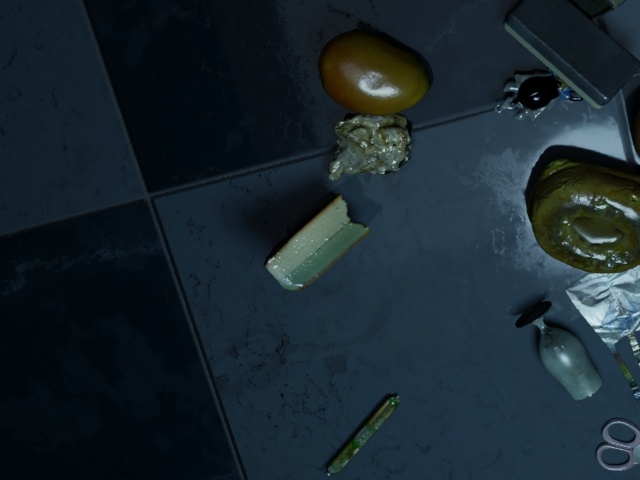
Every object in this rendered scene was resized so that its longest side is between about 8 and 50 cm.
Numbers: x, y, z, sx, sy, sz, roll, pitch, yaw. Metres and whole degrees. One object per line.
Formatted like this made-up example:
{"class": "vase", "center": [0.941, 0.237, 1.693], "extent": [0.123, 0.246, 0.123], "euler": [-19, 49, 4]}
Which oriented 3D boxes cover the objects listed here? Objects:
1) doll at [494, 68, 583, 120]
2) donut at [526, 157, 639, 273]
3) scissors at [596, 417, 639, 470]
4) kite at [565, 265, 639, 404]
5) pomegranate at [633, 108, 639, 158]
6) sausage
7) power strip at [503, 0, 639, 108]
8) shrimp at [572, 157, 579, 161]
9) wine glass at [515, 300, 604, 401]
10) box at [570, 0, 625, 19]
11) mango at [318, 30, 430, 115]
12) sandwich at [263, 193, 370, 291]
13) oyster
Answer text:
{"class": "doll", "center": [0.426, -0.288, 1.696], "extent": [0.195, 0.070, 0.096], "euler": [-21, 94, 8]}
{"class": "donut", "center": [0.528, -0.039, 1.700], "extent": [0.261, 0.128, 0.208], "euler": [13, 126, 6]}
{"class": "scissors", "center": [0.715, 0.452, 1.874], "extent": [0.242, 0.030, 0.118], "euler": [11, 108, 12]}
{"class": "kite", "center": [0.648, 0.183, 1.817], "extent": [0.169, 0.015, 0.310], "euler": [-30, 98, 17]}
{"class": "pomegranate", "center": [0.668, -0.192, 1.616], "extent": [0.191, 0.191, 0.191], "euler": [3, 107, 11]}
{"class": "sausage", "center": [0.096, 0.442, 1.997], "extent": [0.033, 0.033, 0.269], "euler": [37, 110, -1]}
{"class": "power strip", "center": [0.459, -0.366, 1.638], "extent": [0.257, 0.070, 0.105], "euler": [43, 84, 4]}
{"class": "shrimp", "center": [0.519, -0.123, 1.749], "extent": [0.038, 0.029, 0.092], "euler": [-41, 90, 29]}
{"class": "wine glass", "center": [0.495, 0.230, 1.822], "extent": [0.093, 0.093, 0.202], "euler": [-37, 95, 19]}
{"class": "box", "center": [0.492, -0.493, 1.527], "extent": [0.149, 0.231, 0.155], "euler": [44, 102, -3]}
{"class": "mango", "center": [0.100, -0.318, 1.727], "extent": [0.221, 0.120, 0.151], "euler": [26, 104, -6]}
{"class": "sandwich", "center": [0.000, 0.000, 1.788], "extent": [0.186, 0.220, 0.108], "euler": [-40, 94, 19]}
{"class": "oyster", "center": [0.093, -0.182, 1.793], "extent": [0.163, 0.081, 0.191], "euler": [37, 113, -5]}
